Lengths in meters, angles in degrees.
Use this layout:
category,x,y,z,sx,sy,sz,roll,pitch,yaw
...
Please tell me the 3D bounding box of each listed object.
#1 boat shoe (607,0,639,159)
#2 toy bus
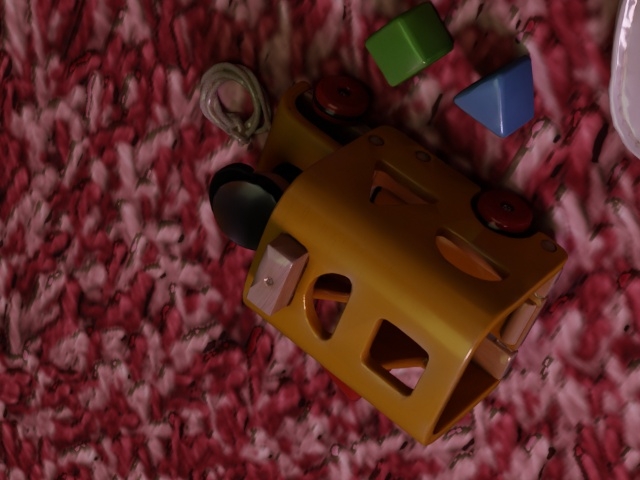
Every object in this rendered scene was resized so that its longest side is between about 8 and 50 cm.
category,x,y,z,sx,sy,sz,roll,pitch,yaw
boat shoe,0.158,-0.131,0.544,0.098,0.096,0.277,32,129,21
toy bus,0.011,0.003,0.725,0.202,0.104,0.191,-10,105,41
